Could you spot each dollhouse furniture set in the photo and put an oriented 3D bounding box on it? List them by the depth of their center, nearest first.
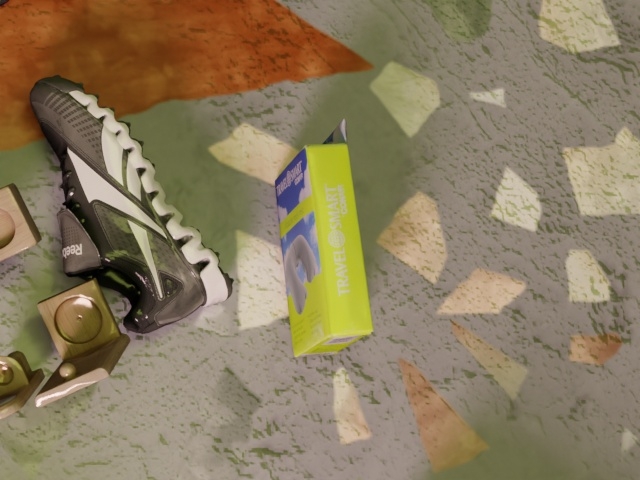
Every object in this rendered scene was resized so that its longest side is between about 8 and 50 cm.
[{"bbox_3d":[-0.245,0.049,1.116,0.144,0.123,0.151,-24,98,3],"label":"dollhouse furniture set"}]

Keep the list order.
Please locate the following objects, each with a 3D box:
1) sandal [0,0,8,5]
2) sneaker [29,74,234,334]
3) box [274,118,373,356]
[{"bbox_3d":[-0.328,-0.259,1.243,0.179,0.040,0.067,42,73,-20],"label":"sandal"},{"bbox_3d":[-0.176,-0.024,1.206,0.106,0.078,0.234,-37,92,-25],"label":"sneaker"},{"bbox_3d":[0.000,0.000,1.241,0.042,0.109,0.178,-3,77,-17],"label":"box"}]
